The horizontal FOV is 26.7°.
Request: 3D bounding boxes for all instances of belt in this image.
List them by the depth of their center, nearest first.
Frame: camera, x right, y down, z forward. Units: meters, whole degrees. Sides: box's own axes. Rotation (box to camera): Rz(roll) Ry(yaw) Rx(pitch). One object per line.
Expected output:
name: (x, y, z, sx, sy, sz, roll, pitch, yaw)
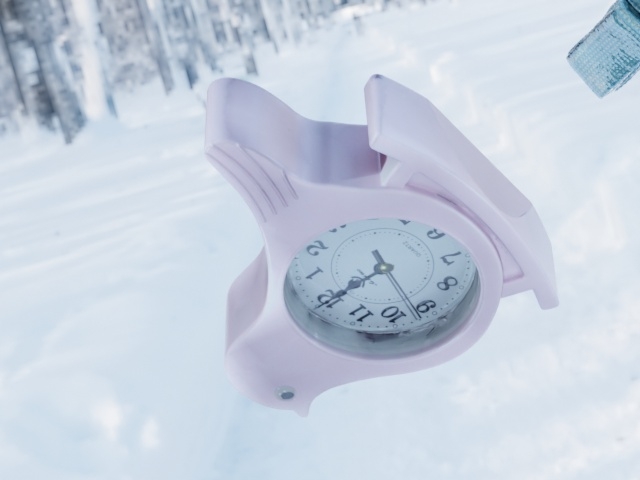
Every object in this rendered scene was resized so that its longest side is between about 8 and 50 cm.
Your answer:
belt: (0.227, -0.157, 0.929, 0.100, 0.065, 0.179, -46, -2, -5)

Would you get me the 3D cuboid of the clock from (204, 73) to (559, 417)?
clock: (0.000, 0.000, 1.035, 0.275, 0.290, 0.080, -30, 35, 24)
